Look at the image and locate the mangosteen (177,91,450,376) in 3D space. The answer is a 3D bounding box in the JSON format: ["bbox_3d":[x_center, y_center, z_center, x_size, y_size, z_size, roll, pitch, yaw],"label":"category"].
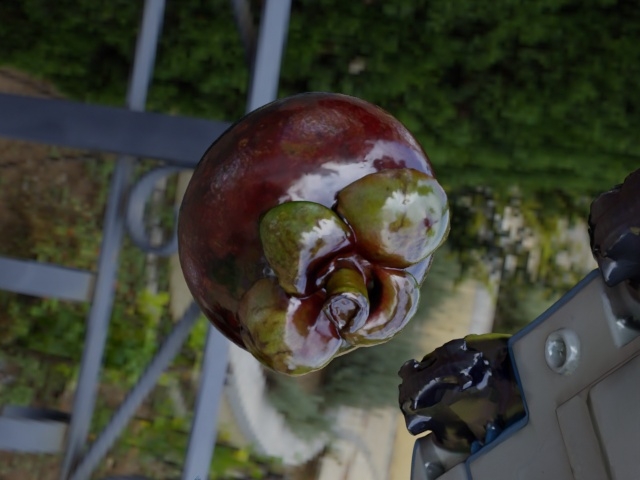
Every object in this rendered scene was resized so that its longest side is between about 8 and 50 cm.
[{"bbox_3d":[0.000,0.000,0.908,0.200,0.200,0.200,9,90,-68],"label":"mangosteen"}]

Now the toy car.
[{"bbox_3d":[0.154,0.103,0.582,0.314,0.166,0.198,-50,-135,50],"label":"toy car"}]

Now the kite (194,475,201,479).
[{"bbox_3d":[-0.116,0.277,1.436,0.122,0.004,0.090,-18,106,-54],"label":"kite"}]
